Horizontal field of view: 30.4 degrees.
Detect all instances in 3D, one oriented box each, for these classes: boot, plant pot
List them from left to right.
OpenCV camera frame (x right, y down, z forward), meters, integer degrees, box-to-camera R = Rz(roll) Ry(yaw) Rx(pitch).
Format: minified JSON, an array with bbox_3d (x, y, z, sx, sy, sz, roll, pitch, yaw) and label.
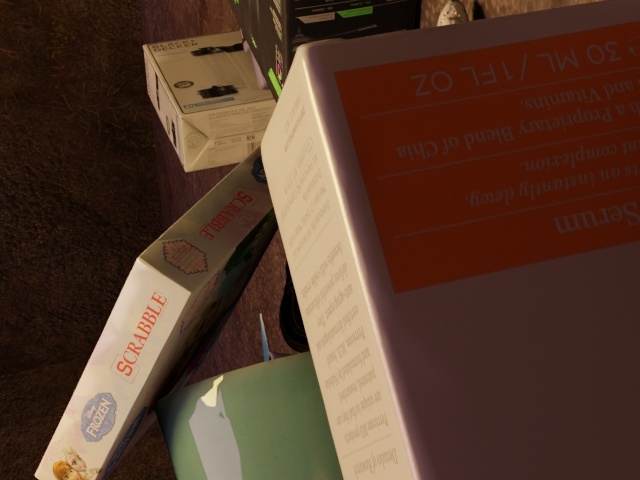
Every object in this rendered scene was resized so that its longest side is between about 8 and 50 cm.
[{"bbox_3d":[-0.007,0.254,1.228,0.293,0.293,0.235,123,135,-72],"label":"plant pot"},{"bbox_3d":[-0.002,-0.001,1.357,0.236,0.085,0.178,-81,-6,-54],"label":"boot"}]

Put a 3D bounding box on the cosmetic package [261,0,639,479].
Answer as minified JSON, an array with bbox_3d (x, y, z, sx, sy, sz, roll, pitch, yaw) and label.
[{"bbox_3d":[0.134,0.107,0.661,0.161,0.230,0.453,125,131,-71],"label":"cosmetic package"}]

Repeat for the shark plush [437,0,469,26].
[{"bbox_3d":[0.121,-0.118,0.977,0.067,0.073,0.161,-87,-21,-43],"label":"shark plush"}]

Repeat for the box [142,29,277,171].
[{"bbox_3d":[-0.154,-0.213,1.732,0.290,0.169,0.087,-120,23,-57],"label":"box"}]

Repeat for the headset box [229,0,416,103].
[{"bbox_3d":[-0.007,-0.287,1.130,0.246,0.131,0.283,-114,18,-46],"label":"headset box"}]

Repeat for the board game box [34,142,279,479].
[{"bbox_3d":[-0.153,0.081,1.265,0.318,0.066,0.318,-60,-5,33],"label":"board game box"}]

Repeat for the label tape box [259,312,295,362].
[{"bbox_3d":[0.016,0.288,1.558,0.249,0.115,0.347,88,167,-47],"label":"label tape box"}]

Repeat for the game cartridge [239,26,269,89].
[{"bbox_3d":[-0.082,-0.388,1.527,0.230,0.068,0.355,160,99,-73],"label":"game cartridge"}]
